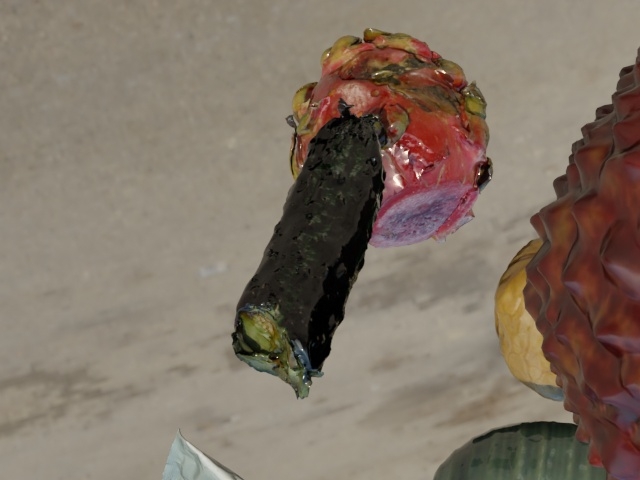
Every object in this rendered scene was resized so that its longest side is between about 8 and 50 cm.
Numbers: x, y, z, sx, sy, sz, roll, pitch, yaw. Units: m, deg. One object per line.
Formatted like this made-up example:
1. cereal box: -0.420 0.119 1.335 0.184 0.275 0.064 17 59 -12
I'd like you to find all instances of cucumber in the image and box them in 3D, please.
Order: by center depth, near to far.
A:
1. cucumber: 0.000 0.000 0.737 0.053 0.181 0.053 12 138 11

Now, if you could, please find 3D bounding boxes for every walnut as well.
1. walnut: 0.241 0.079 1.482 0.144 0.144 0.180 -13 124 -14

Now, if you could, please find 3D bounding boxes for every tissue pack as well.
1. tissue pack: -0.080 0.277 1.528 0.026 0.193 0.122 -49 168 -29

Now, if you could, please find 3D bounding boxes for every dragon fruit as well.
1. dragon fruit: 0.080 -0.146 1.978 0.269 0.291 0.250 -2 149 -33

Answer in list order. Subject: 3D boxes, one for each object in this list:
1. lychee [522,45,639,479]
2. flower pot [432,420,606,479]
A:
1. lychee: 0.338 0.010 0.868 0.425 0.424 0.500 -11 -172 -19
2. flower pot: 0.217 0.259 1.354 0.243 0.189 0.157 14 -174 11
